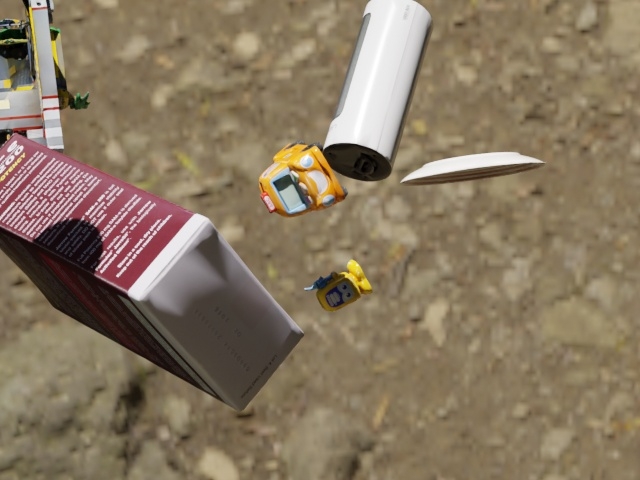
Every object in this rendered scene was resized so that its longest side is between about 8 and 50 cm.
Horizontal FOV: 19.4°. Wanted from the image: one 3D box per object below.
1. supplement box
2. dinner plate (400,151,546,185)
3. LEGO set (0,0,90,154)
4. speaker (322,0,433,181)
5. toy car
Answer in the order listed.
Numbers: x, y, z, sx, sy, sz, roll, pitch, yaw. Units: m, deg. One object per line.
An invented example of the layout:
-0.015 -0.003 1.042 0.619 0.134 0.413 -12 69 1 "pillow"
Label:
-0.134 0.018 1.272 0.239 0.130 0.073 23 68 46 "supplement box"
0.145 -0.069 1.793 0.141 0.141 0.017 -6 86 -1 "dinner plate"
-0.334 -0.093 1.499 0.331 0.255 0.192 -3 74 -19 "LEGO set"
0.044 -0.113 1.400 0.055 0.055 0.136 10 64 14 "speaker"
0.000 0.000 1.024 0.040 0.122 0.060 -32 31 -13 "toy car"
